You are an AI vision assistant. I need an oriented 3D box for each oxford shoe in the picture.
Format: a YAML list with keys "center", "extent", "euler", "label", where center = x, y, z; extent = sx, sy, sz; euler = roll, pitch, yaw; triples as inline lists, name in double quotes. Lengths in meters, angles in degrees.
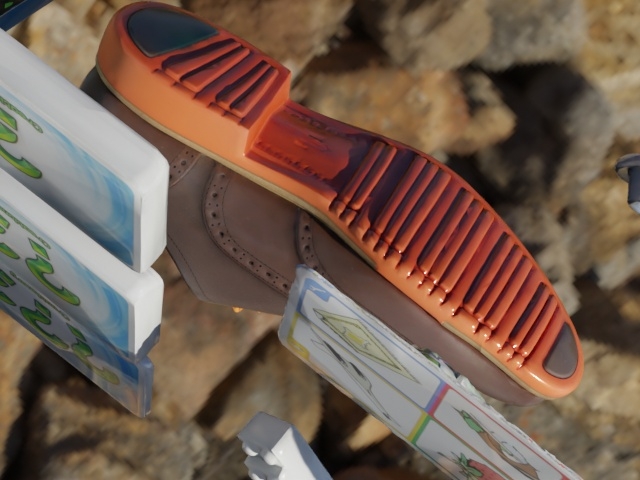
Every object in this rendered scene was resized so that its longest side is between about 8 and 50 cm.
- center: [0.000, 0.000, 0.847]
  extent: [0.271, 0.098, 0.097]
  euler: [37, 32, 6]
  label: "oxford shoe"

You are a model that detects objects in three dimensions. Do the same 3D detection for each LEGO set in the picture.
- center: [-0.016, 0.060, 0.430]
  extent: [0.244, 0.182, 0.060]
  euler: [37, 69, 8]
  label: "LEGO set"

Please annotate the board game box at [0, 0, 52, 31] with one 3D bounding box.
- center: [-0.230, -0.156, 0.841]
  extent: [0.079, 0.253, 0.336]
  euler: [59, 7, 9]
  label: "board game box"

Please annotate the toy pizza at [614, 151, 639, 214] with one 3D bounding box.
- center: [0.160, 0.008, 0.371]
  extent: [0.201, 0.201, 0.032]
  euler: [18, 91, -24]
  label: "toy pizza"
